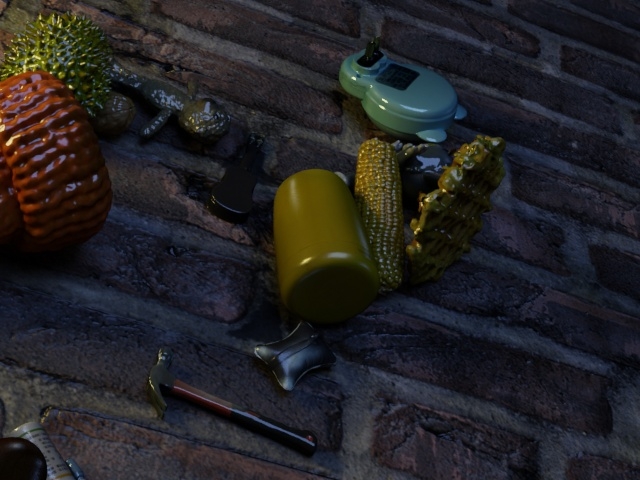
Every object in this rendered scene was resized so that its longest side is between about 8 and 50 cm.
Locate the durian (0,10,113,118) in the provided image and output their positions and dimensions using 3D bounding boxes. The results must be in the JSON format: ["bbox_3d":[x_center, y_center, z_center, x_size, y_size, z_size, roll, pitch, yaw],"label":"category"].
[{"bbox_3d":[-0.483,-0.312,1.983,0.176,0.200,0.237,36,43,-35],"label":"durian"}]

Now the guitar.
[{"bbox_3d":[-0.147,-0.135,2.099,0.084,0.038,0.271,25,41,-7],"label":"guitar"}]

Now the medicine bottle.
[{"bbox_3d":[-0.346,0.348,1.490,0.220,0.061,0.092,51,27,22],"label":"medicine bottle"}]

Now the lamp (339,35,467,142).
[{"bbox_3d":[0.171,-0.317,2.374,0.284,0.147,0.209,41,40,2],"label":"lamp"}]

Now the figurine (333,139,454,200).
[{"bbox_3d":[0.164,-0.134,2.185,0.265,0.193,0.140,-23,88,-21],"label":"figurine"}]

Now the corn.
[{"bbox_3d":[0.108,-0.036,2.041,0.101,0.101,0.310,7,69,-23],"label":"corn"}]

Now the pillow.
[{"bbox_3d":[-0.039,0.192,1.818,0.136,0.055,0.091,-27,96,-40],"label":"pillow"}]

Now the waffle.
[{"bbox_3d":[0.255,-0.062,2.046,0.068,0.302,0.325,28,50,21],"label":"waffle"}]

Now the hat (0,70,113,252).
[{"bbox_3d":[-0.548,-0.082,1.704,0.400,0.285,0.285,-23,60,-20],"label":"hat"}]

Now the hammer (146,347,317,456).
[{"bbox_3d":[-0.137,0.266,1.702,0.288,0.033,0.111,23,40,-6],"label":"hammer"}]

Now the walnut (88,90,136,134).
[{"bbox_3d":[-0.394,-0.237,2.033,0.096,0.082,0.079,-8,16,19],"label":"walnut"}]

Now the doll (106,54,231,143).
[{"bbox_3d":[-0.306,-0.285,2.140,0.203,0.091,0.286,-8,42,-48],"label":"doll"}]

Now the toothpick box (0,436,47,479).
[{"bbox_3d":[-0.486,0.270,1.399,0.192,0.192,0.294,-21,54,-41],"label":"toothpick box"}]

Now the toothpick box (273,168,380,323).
[{"bbox_3d":[0.000,0.000,1.945,0.175,0.175,0.271,10,41,-20],"label":"toothpick box"}]
